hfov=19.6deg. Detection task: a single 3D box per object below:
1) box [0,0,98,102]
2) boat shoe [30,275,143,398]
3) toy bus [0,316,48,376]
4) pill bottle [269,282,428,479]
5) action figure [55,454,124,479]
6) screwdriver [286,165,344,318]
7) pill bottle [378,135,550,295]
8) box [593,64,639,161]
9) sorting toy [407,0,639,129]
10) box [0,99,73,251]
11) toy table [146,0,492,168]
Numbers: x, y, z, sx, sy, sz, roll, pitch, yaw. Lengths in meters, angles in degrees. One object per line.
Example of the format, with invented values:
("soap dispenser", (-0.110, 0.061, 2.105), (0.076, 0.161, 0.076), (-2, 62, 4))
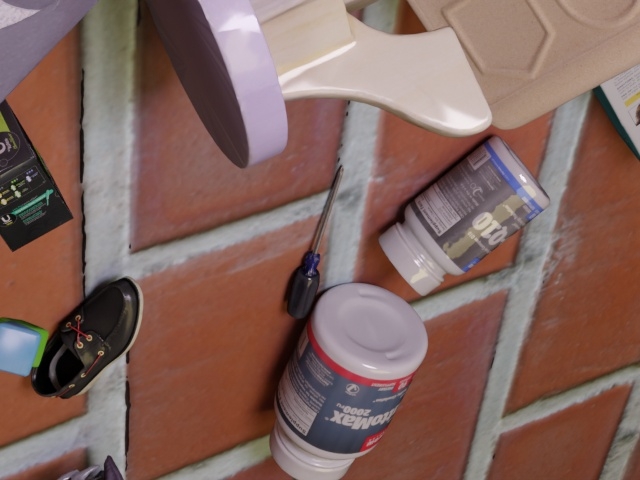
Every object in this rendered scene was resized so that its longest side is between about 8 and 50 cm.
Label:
("box", (-0.208, -0.189, 1.022), (0.247, 0.142, 0.163), (-44, 146, 15))
("boat shoe", (-0.185, 0.080, 1.481), (0.042, 0.049, 0.133), (-4, 143, -49))
("toy bus", (-0.280, 0.005, 1.245), (0.191, 0.202, 0.104), (17, 92, -42))
("pill bottle", (0.019, 0.135, 1.676), (0.108, 0.108, 0.180), (-10, 141, -32))
("action figure", (-0.303, 0.272, 1.598), (0.285, 0.099, 0.185), (-18, 152, -16))
("screwdriver", (0.000, 0.000, 1.570), (0.025, 0.024, 0.170), (-41, 156, -51))
("pill bottle", (0.121, -0.019, 1.590), (0.137, 0.078, 0.078), (-39, 147, 10))
("box", (0.277, -0.149, 1.569), (0.100, 0.060, 0.244), (-37, 147, 5))
("sorting toy", (0.138, -0.193, 1.246), (0.193, 0.208, 0.038), (-28, -166, 41))
("box", (-0.215, -0.045, 1.279), (0.052, 0.062, 0.083), (-30, 147, -3))
("toy table", (-0.013, -0.154, 1.162), (0.161, 0.274, 0.252), (-25, 103, -9))
